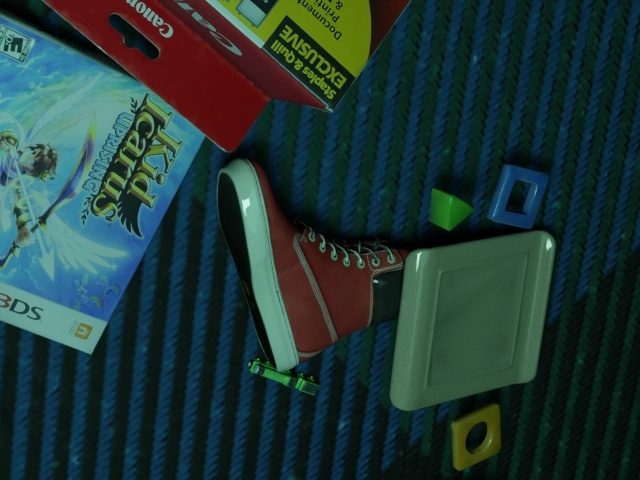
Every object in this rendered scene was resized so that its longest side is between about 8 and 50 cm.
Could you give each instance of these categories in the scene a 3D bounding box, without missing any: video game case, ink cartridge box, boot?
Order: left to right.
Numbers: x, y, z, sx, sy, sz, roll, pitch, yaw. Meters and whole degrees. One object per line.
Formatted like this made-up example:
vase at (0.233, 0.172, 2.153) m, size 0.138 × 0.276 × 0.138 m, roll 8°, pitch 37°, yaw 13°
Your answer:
video game case at (-0.268, -0.055, 1.473) m, size 0.244 × 0.061 × 0.269 m, roll 24°, pitch 100°, yaw -27°
ink cartridge box at (-0.084, -0.262, 1.393) m, size 0.309 × 0.130 × 0.272 m, roll 39°, pitch 81°, yaw -28°
boot at (0.000, 0.000, 1.580) m, size 0.176 × 0.088 × 0.244 m, roll -23°, pitch 124°, yaw -11°

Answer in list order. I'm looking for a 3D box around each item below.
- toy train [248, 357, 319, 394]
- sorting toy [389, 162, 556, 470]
toy train at (-0.039, 0.145, 1.652) m, size 0.083 × 0.024 × 0.017 m, roll 21°, pitch 101°, yaw -26°
sorting toy at (0.156, 0.081, 1.671) m, size 0.196 × 0.047 × 0.347 m, roll -7°, pitch 112°, yaw -35°
